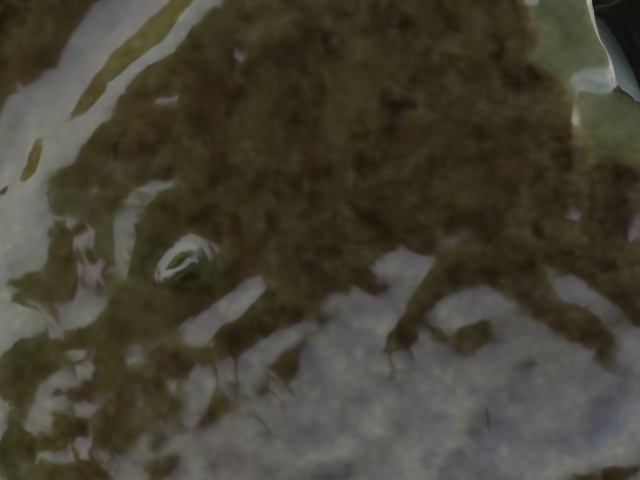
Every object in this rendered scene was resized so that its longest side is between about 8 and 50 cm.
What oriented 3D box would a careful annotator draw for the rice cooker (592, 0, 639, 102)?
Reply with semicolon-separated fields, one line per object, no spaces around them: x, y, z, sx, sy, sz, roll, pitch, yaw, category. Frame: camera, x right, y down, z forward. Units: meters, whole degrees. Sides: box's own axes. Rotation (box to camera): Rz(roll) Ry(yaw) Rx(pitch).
0.000;0.000;0.575;0.280;0.227;0.241;-40;-133;23;rice cooker

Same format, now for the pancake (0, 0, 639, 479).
0.056;0.039;0.330;0.286;0.288;0.033;-34;-176;7;pancake
